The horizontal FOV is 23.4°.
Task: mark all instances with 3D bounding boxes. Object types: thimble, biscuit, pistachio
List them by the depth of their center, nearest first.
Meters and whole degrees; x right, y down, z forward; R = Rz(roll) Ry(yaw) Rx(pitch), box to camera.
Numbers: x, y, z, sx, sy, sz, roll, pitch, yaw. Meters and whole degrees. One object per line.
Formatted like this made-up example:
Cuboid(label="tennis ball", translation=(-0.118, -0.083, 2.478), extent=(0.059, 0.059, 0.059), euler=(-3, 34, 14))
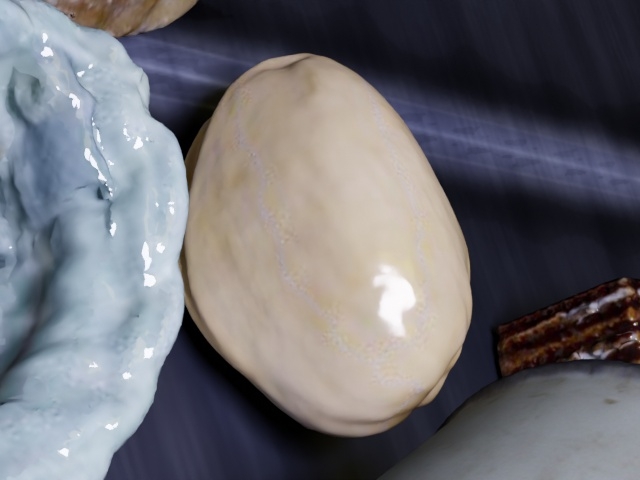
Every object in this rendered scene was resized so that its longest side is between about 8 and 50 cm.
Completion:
Cuboid(label="thimble", translation=(-0.169, 0.014, 0.545), extent=(0.250, 0.172, 0.205), euler=(-44, 109, -46))
Cuboid(label="pistachio", translation=(0.000, 0.000, 0.772), extent=(0.145, 0.117, 0.201), euler=(-13, 75, -29))
Cuboid(label="biscuit", translation=(0.226, 0.084, 0.981), extent=(0.252, 0.106, 0.070), euler=(13, 60, -45))

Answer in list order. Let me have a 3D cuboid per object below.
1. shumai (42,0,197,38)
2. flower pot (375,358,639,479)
Cuboid(label="shumai", translation=(-0.069, -0.252, 0.715), extent=(0.267, 0.262, 0.314), euler=(42, 46, -24))
Cuboid(label="flower pot", translation=(0.059, 0.237, 0.587), extent=(0.330, 0.293, 0.294), euler=(-26, 91, -46))
